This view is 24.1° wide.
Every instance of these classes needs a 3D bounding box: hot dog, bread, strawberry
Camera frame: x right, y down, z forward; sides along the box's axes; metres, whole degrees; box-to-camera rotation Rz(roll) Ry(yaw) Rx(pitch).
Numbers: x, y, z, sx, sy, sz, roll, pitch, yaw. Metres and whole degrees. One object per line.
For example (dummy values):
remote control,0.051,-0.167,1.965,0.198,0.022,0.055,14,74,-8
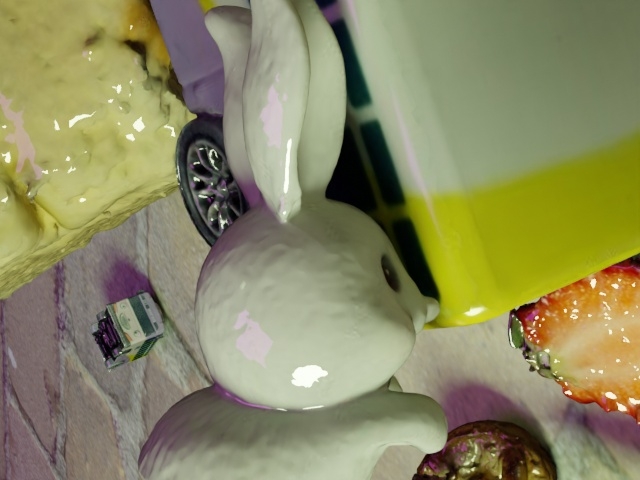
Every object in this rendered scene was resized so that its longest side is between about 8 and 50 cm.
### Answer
hot dog,0.107,0.181,0.994,0.147,0.065,0.099,110,143,-53
bread,-0.261,-0.154,1.075,0.371,0.279,0.390,62,177,-1
strawberry,0.168,0.044,0.796,0.152,0.048,0.104,-20,111,40

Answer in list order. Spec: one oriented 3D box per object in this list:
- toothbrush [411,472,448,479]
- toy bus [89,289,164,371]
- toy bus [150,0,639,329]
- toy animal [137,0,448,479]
toothbrush,0.170,0.156,0.831,0.364,0.041,0.041,-6,103,52
toy bus,-0.188,0.089,1.472,0.052,0.058,0.102,64,157,10
toy bus,0.025,-0.183,0.746,0.249,0.209,0.440,-12,97,61
toy animal,0.000,0.002,0.642,0.104,0.131,0.221,-110,29,-85
